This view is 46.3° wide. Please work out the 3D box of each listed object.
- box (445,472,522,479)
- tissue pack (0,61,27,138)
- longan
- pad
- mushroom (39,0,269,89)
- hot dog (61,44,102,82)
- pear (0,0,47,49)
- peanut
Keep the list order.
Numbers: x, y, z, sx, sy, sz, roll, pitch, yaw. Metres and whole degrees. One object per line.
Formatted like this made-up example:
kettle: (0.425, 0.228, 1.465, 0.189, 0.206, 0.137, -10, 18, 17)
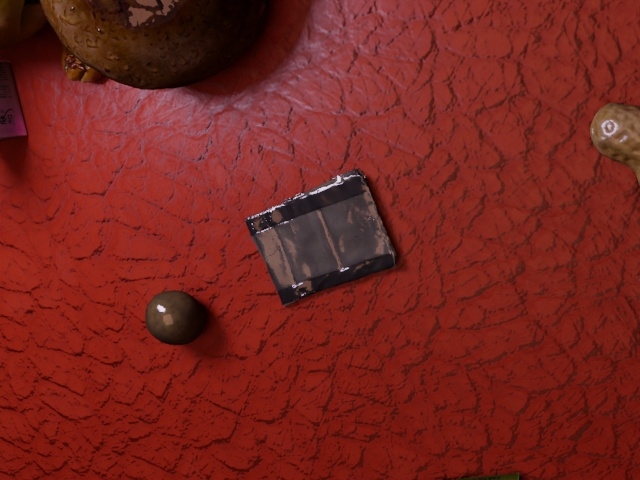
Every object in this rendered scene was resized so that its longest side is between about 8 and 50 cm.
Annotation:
box: (0.204, 0.497, 1.274, 0.311, 0.043, 0.172, -13, 97, 21)
tissue pack: (-0.647, -0.235, 1.310, 0.093, 0.246, 0.148, -9, 98, 20)
longan: (-0.260, 0.142, 1.340, 0.106, 0.106, 0.119, 29, 148, 11)
pad: (0.000, 0.000, 1.258, 0.233, 0.022, 0.174, -23, 94, 23)
mushroom: (-0.259, -0.390, 1.143, 0.345, 0.239, 0.345, 2, 99, 14)
hot dog: (-0.378, -0.384, 1.280, 0.102, 0.076, 0.249, 40, 111, 11)
pear: (-0.624, -0.478, 1.197, 0.418, 0.362, 0.362, 37, 110, 5)
peanut: (0.474, -0.110, 1.029, 0.226, 0.095, 0.108, 39, 90, 9)
